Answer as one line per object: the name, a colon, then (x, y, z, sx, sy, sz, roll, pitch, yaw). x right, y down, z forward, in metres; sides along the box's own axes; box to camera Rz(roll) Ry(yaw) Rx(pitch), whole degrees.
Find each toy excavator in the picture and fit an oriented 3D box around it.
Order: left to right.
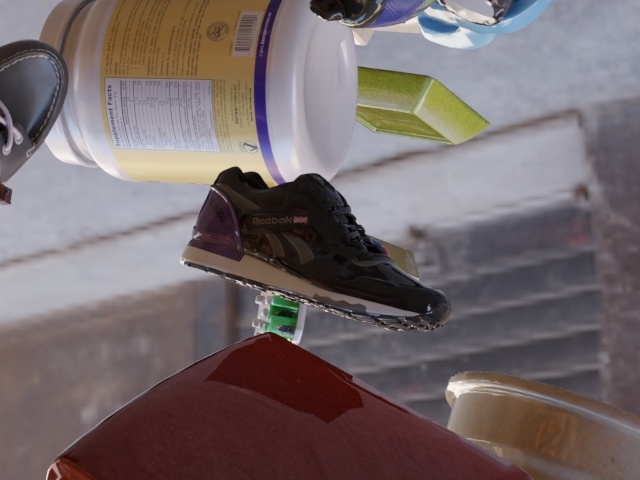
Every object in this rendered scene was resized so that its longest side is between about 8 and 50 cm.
toy excavator: (0.145, -0.369, 2.234, 0.433, 0.222, 0.445, 21, 162, 22)

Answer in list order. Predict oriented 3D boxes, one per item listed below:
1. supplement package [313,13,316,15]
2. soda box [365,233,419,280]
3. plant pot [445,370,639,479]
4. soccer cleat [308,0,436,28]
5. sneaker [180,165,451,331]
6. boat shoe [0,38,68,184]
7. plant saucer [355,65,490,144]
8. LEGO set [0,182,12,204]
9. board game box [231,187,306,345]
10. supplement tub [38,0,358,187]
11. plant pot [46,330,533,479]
supplement package: (0.047, -0.366, 1.601, 0.149, 0.203, 0.194, -9, 166, -2)
soda box: (0.032, 0.024, 1.998, 0.181, 0.058, 0.061, 21, 121, -21)
plant pot: (0.204, 0.326, 1.396, 0.334, 0.305, 0.334, 24, 165, 7)
soccer cleat: (0.001, -0.280, 1.134, 0.121, 0.289, 0.093, -17, 165, -37)
sneaker: (0.000, 0.000, 1.492, 0.283, 0.124, 0.107, 16, 176, 28)
boat shoe: (-0.349, -0.061, 1.444, 0.112, 0.335, 0.095, 56, 160, -25)
plant saucer: (0.101, -0.175, 2.081, 0.188, 0.045, 0.188, 12, 170, 32)
LEGO set: (-0.362, -0.101, 1.162, 0.331, 0.255, 0.192, -17, 151, 24)
board game box: (-0.066, 0.009, 2.430, 0.050, 0.390, 0.390, 12, 161, -9)
supplement tub: (-0.143, -0.184, 1.865, 0.331, 0.241, 0.241, 3, 164, 19)
plant pot: (-0.056, 0.241, 1.073, 0.267, 0.267, 0.236, 26, -161, 37)
